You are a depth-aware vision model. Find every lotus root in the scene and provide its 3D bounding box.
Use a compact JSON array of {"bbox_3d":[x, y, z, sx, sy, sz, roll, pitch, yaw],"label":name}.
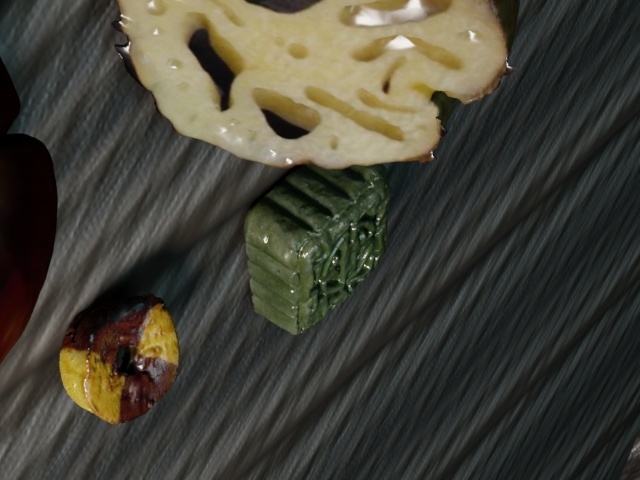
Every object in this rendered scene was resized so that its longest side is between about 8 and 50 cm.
[{"bbox_3d":[-0.013,-0.200,1.483,0.375,0.390,0.111,23,57,-25],"label":"lotus root"}]

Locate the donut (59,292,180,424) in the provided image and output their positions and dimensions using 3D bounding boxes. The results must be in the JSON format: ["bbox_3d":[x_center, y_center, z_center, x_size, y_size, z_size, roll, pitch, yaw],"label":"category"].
[{"bbox_3d":[-0.208,0.119,1.690,0.140,0.059,0.140,-11,104,-49],"label":"donut"}]

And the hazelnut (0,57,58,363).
[{"bbox_3d":[-0.388,-0.017,1.019,0.429,0.402,0.402,-45,148,-33],"label":"hazelnut"}]

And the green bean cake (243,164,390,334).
[{"bbox_3d":[0.000,0.000,1.913,0.183,0.094,0.185,-43,152,-30],"label":"green bean cake"}]
